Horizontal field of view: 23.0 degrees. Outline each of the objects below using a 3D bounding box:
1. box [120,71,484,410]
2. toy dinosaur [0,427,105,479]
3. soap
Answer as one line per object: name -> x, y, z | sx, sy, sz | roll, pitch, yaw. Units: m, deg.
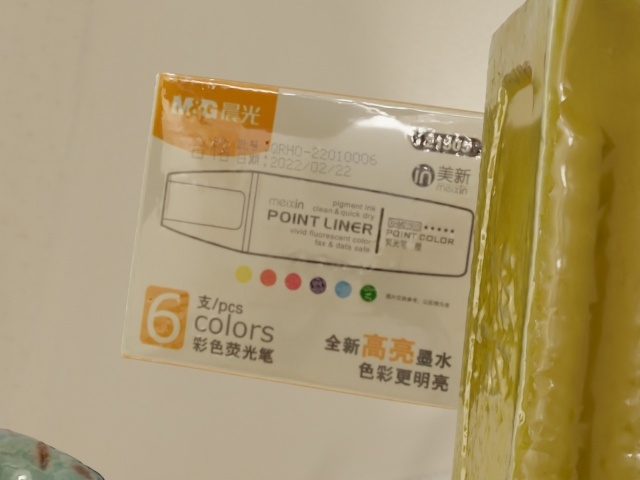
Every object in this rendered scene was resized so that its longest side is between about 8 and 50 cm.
box -> 0.000, 0.000, 1.149 | 0.091, 0.273, 0.221 | -1, -83, -78
toy dinosaur -> -0.147, 0.098, 0.550 | 0.329, 0.144, 0.076 | 15, -84, -21
soap -> 0.117, 0.048, 0.711 | 0.199, 0.091, 0.315 | 168, 109, -89
